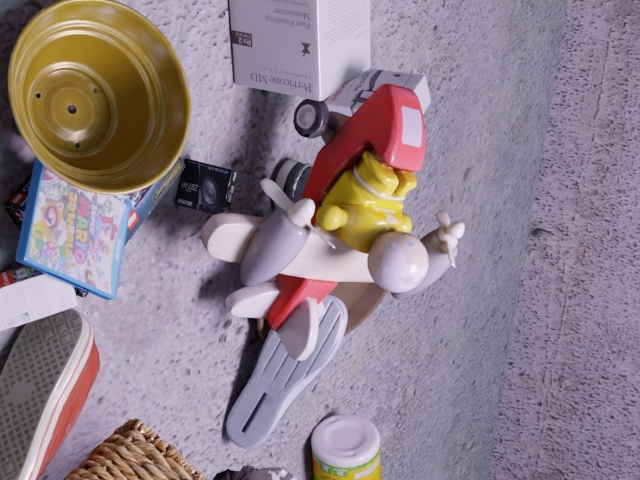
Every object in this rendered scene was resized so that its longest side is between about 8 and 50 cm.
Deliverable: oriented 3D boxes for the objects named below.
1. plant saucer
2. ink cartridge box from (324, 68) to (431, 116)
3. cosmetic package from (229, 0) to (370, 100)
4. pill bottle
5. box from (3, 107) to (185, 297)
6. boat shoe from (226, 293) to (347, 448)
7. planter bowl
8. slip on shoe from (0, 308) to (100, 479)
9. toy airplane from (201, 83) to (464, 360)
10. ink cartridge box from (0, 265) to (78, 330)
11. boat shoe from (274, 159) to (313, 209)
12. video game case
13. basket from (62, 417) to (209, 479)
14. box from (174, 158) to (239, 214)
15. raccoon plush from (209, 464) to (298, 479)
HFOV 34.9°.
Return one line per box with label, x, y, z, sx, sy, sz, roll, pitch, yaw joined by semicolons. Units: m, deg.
plant saucer;0.007;0.081;1.733;0.277;0.041;0.278;-23;140;-21
ink cartridge box;0.096;-0.235;1.740;0.109;0.150;0.063;-56;144;-32
cosmetic package;-0.027;-0.318;1.456;0.151;0.151;0.184;-39;136;-48
pill bottle;0.056;0.483;2.057;0.136;0.136;0.246;-45;141;-45
box;-0.268;-0.069;1.243;0.233;0.044;0.159;-58;148;-30
boat shoe;-0.058;0.212;1.707;0.302;0.109;0.094;-54;173;9
planter bowl;-0.259;-0.152;1.128;0.217;0.090;0.217;6;80;-39
slip on shoe;-0.350;0.236;1.176;0.101;0.123;0.331;70;38;-55
toy airplane;0.036;0.012;1.477;0.386;0.272;0.384;-37;136;-21
ink cartridge box;-0.342;0.063;1.165;0.115;0.029;0.063;-19;132;-17
boat shoe;0.000;0.000;1.733;0.116;0.099;0.320;-58;150;-35
video game case;-0.277;-0.010;1.157;0.166;0.015;0.119;37;55;-60
basket;-0.215;0.409;1.197;0.213;0.299;0.223;-52;175;33
box;-0.158;-0.073;1.409;0.018;0.083;0.067;8;97;-61
raccoon plush;-0.108;0.483;1.423;0.299;0.446;0.216;31;52;-33
